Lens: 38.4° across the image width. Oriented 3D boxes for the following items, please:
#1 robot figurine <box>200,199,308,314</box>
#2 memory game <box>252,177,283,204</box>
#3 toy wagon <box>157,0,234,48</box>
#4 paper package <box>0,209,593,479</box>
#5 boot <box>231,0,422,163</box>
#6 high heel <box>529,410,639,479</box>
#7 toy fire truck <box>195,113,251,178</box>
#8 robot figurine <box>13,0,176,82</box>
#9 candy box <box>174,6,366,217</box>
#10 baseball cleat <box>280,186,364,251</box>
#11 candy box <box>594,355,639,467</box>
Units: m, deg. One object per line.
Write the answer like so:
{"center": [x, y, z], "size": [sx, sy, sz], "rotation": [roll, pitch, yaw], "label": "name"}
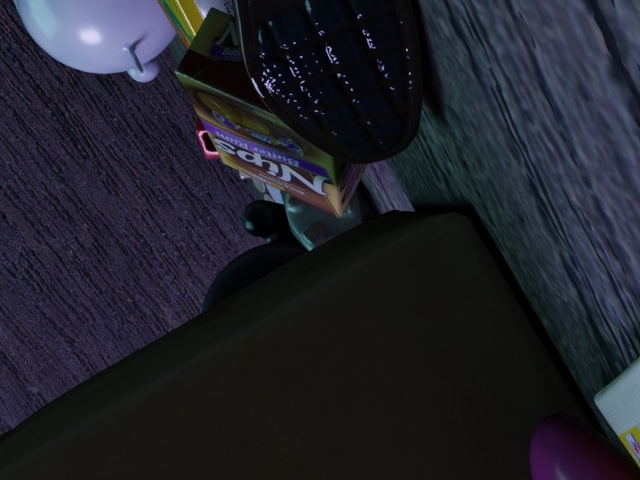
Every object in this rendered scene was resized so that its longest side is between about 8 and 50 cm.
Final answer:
{"center": [-0.012, 0.081, 0.905], "size": [0.173, 0.209, 0.278], "rotation": [18, -174, 13], "label": "robot figurine"}
{"center": [-0.051, -0.077, 1.215], "size": [0.186, 0.012, 0.186], "rotation": [48, 156, 31], "label": "memory game"}
{"center": [-0.129, -0.257, 0.788], "size": [0.344, 0.068, 0.267], "rotation": [55, 174, 42], "label": "toy wagon"}
{"center": [0.004, 0.179, 0.569], "size": [0.310, 0.324, 0.168], "rotation": [60, 175, -5], "label": "paper package"}
{"center": [-0.011, -0.136, 0.409], "size": [0.219, 0.082, 0.106], "rotation": [57, -160, -45], "label": "boot"}
{"center": [0.157, 0.274, 0.422], "size": [0.377, 0.181, 0.127], "rotation": [58, 176, 3], "label": "high heel"}
{"center": [-0.080, -0.116, 0.976], "size": [0.192, 0.047, 0.135], "rotation": [67, -161, -60], "label": "toy fire truck"}
{"center": [-0.280, -0.332, 1.117], "size": [0.353, 0.199, 0.300], "rotation": [54, 175, 46], "label": "robot figurine"}
{"center": [-0.025, -0.080, 0.640], "size": [0.109, 0.053, 0.187], "rotation": [25, 171, 9], "label": "candy box"}
{"center": [-0.006, -0.058, 0.859], "size": [0.206, 0.072, 0.109], "rotation": [67, -174, 24], "label": "baseball cleat"}
{"center": [0.168, 0.127, 0.304], "size": [0.206, 0.027, 0.105], "rotation": [58, 178, 19], "label": "candy box"}
